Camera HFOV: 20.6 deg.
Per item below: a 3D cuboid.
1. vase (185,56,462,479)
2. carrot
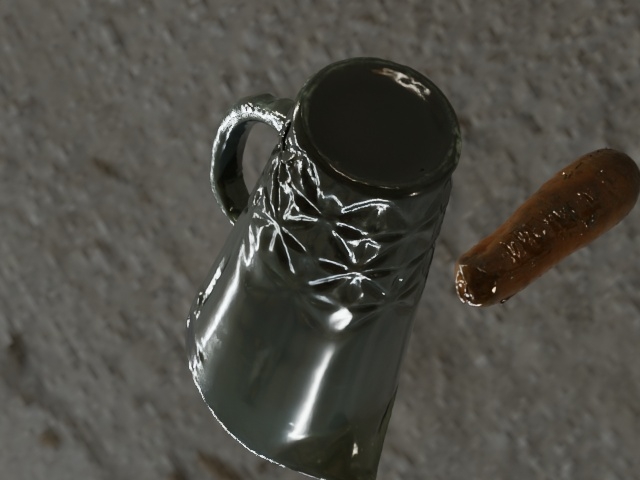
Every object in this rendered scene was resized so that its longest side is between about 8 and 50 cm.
[{"bbox_3d":[0.000,0.000,1.152,0.251,0.156,0.301,59,154,22],"label":"vase"},{"bbox_3d":[0.171,-0.009,1.320,0.060,0.186,0.060,39,150,27],"label":"carrot"}]
